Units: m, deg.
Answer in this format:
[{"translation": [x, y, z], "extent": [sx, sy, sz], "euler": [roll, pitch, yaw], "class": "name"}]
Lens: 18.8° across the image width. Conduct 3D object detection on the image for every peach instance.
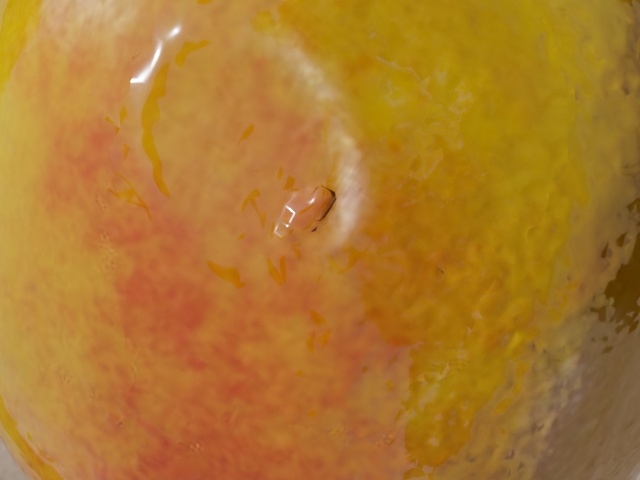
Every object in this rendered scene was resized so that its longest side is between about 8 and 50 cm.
[{"translation": [0.001, 0.000, 0.696], "extent": [0.289, 0.289, 0.308], "euler": [8, 75, 40], "class": "peach"}]
